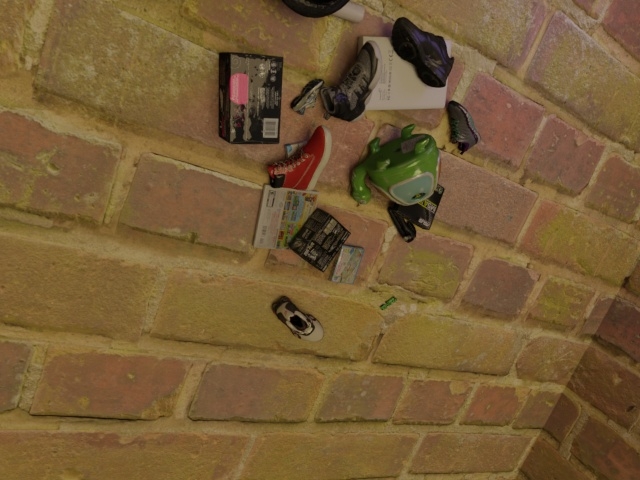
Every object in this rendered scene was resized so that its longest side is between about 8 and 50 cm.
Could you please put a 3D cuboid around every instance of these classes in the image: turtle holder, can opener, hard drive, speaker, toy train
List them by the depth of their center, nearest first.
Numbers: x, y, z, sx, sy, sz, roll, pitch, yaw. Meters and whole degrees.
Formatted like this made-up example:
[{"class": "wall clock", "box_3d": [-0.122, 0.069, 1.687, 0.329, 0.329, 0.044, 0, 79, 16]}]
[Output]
[{"class": "speaker", "box_3d": [0.068, -0.718, 1.401, 0.136, 0.055, 0.055, 3, 109, -27]}, {"class": "hard drive", "box_3d": [0.289, -0.577, 1.571, 0.352, 0.047, 0.233, -8, 113, -22]}, {"class": "turtle holder", "box_3d": [0.273, -0.231, 1.589, 0.320, 0.243, 0.227, -35, 121, -9]}, {"class": "can opener", "box_3d": [0.323, -0.063, 1.802, 0.059, 0.073, 0.186, -24, 124, 30]}, {"class": "toy train", "box_3d": [0.292, 0.269, 1.938, 0.083, 0.017, 0.024, -35, 111, -9]}]

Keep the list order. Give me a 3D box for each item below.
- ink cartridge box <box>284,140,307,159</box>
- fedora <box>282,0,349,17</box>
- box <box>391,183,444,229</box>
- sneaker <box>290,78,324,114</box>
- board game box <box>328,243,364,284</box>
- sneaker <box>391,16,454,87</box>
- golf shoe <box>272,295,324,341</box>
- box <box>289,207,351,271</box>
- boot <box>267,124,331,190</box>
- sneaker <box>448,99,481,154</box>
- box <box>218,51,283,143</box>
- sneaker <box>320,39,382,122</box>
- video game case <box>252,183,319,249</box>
[{"class": "ink cartridge box", "box_3d": [-0.076, -0.303, 1.518, 0.083, 0.028, 0.048, -15, 118, -20]}, {"class": "fedora", "box_3d": [-0.043, -0.800, 1.256, 0.333, 0.152, 0.334, -9, 114, -22]}, {"class": "box", "box_3d": [0.385, -0.160, 1.767, 0.190, 0.045, 0.184, 27, 81, -31]}, {"class": "sneaker", "box_3d": [-0.035, -0.464, 1.466, 0.135, 0.052, 0.058, -45, 132, 6]}, {"class": "board game box", "box_3d": [0.103, 0.093, 1.768, 0.103, 0.026, 0.154, 10, 106, -29]}, {"class": "sneaker", "box_3d": [0.343, -0.639, 1.497, 0.286, 0.109, 0.130, 34, 83, -38]}, {"class": "golf shoe", "box_3d": [-0.073, 0.329, 1.729, 0.105, 0.120, 0.273, -49, 124, -2]}, {"class": "box", "box_3d": [0.000, 0.000, 1.626, 0.180, 0.077, 0.147, -55, 134, -4]}, {"class": "boot", "box_3d": [-0.075, -0.265, 1.462, 0.176, 0.088, 0.244, 1, 132, -30]}, {"class": "sneaker", "box_3d": [0.532, -0.427, 1.731, 0.098, 0.083, 0.223, -44, 123, 3]}, {"class": "box", "box_3d": [-0.209, -0.421, 1.341, 0.163, 0.142, 0.247, -5, 114, -25]}, {"class": "sneaker", "box_3d": [0.092, -0.494, 1.430, 0.153, 0.101, 0.269, -14, 139, -34]}, {"class": "video game case", "box_3d": [-0.121, -0.076, 1.593, 0.206, 0.026, 0.227, 5, 107, -27]}]
